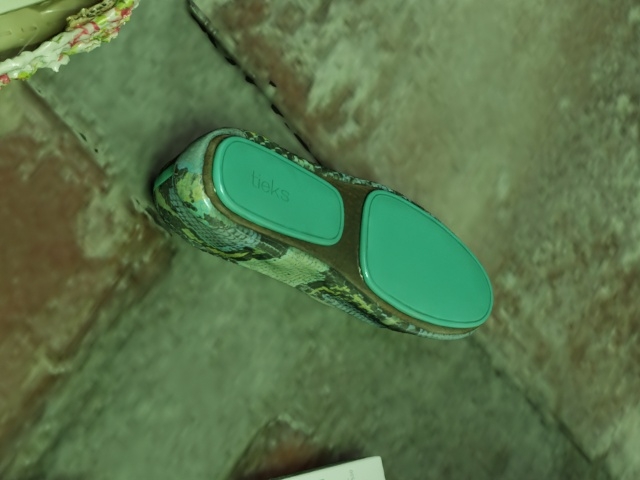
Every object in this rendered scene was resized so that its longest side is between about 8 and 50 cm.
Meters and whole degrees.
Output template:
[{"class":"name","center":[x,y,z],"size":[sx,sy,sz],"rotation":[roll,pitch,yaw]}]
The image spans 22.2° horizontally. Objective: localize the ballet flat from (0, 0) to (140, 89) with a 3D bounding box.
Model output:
[{"class":"ballet flat","center":[-0.161,-0.092,0.653],"size":[0.241,0.077,0.091],"rotation":[-33,101,-38]}]

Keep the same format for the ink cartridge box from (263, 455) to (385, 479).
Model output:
[{"class":"ink cartridge box","center":[-0.017,0.139,0.741],"size":[0.115,0.029,0.063],"rotation":[-7,84,-40]}]

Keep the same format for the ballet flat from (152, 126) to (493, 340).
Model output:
[{"class":"ballet flat","center":[0.000,0.000,0.769],"size":[0.188,0.070,0.070],"rotation":[30,62,-34]}]
